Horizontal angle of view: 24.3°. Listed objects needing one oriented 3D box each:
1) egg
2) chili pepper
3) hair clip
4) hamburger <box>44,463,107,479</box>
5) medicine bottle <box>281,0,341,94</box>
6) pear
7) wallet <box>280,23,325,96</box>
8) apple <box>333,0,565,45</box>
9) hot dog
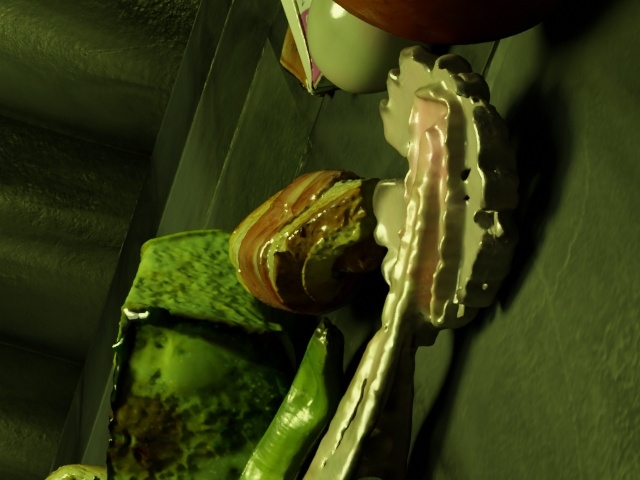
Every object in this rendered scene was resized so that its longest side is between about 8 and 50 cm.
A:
[{"bbox_3d":[0.041,-0.170,1.175,0.135,0.103,0.103,125,157,-62],"label":"egg"},{"bbox_3d":[-0.017,0.139,1.167,0.202,0.050,0.052,-65,31,31],"label":"chili pepper"},{"bbox_3d":[0.055,0.034,0.922,0.173,0.069,0.300,30,107,63],"label":"hair clip"},{"bbox_3d":[-0.260,0.344,1.746,0.185,0.159,0.131,64,-171,-45],"label":"hamburger"},{"bbox_3d":[0.004,-0.258,1.351,0.171,0.052,0.201,131,123,-67],"label":"medicine bottle"},{"bbox_3d":[-0.107,0.125,1.341,0.255,0.164,0.238,-91,11,-68],"label":"pear"},{"bbox_3d":[0.005,-0.242,1.573,0.195,0.042,0.161,-130,53,-72],"label":"wallet"},{"bbox_3d":[0.073,-0.235,0.876,0.230,0.230,0.230,-164,90,-77],"label":"apple"},{"bbox_3d":[0.001,0.005,1.156,0.123,0.093,0.261,-51,13,-6],"label":"hot dog"}]
